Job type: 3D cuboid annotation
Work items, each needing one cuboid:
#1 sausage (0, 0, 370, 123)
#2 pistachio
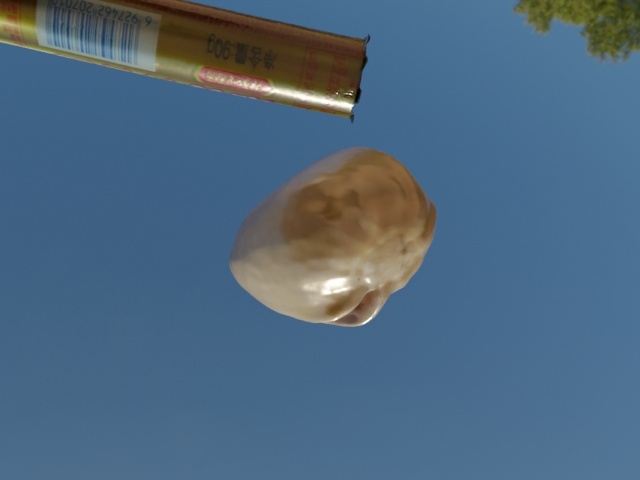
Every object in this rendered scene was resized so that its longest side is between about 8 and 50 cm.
[{"bbox_3d":[-0.141,-0.174,0.544,0.371,0.082,0.082,10,-125,-8],"label":"sausage"},{"bbox_3d":[0.000,0.000,0.806,0.193,0.318,0.214,13,-108,-40],"label":"pistachio"}]
